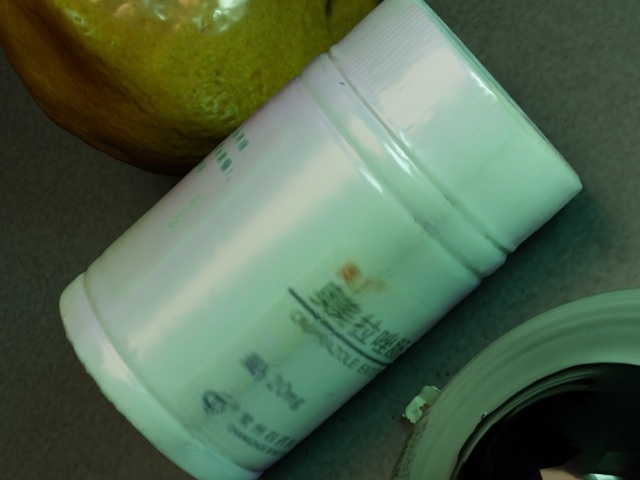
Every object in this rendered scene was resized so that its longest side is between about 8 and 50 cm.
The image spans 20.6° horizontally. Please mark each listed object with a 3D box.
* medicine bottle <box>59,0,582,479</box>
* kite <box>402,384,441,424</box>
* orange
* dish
[{"bbox_3d":[0.000,0.000,0.948,0.254,0.152,0.152,-41,50,9],"label":"medicine bottle"},{"bbox_3d":[0.124,0.157,0.871,0.323,0.013,0.268,-46,50,4],"label":"kite"},{"bbox_3d":[-0.097,-0.141,1.050,0.183,0.249,0.249,-57,47,16],"label":"orange"},{"bbox_3d":[0.128,0.129,0.792,0.273,0.134,0.273,-14,60,25],"label":"dish"}]
